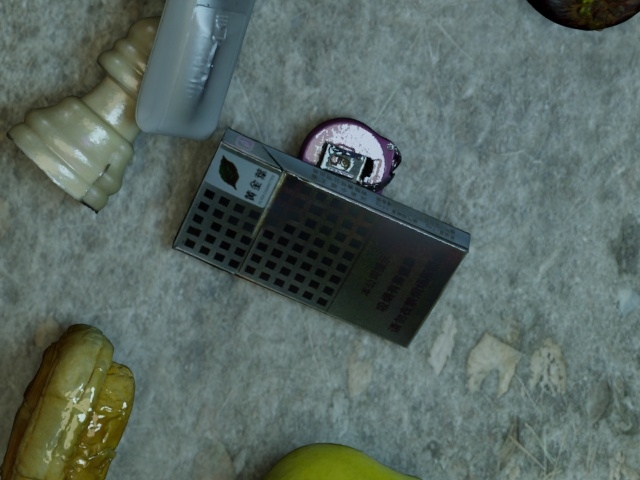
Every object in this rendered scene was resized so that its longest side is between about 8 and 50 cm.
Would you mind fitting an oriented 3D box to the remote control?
[{"bbox_3d":[-0.121,-0.262,1.833,0.109,0.055,0.313,6,112,-36],"label":"remote control"}]

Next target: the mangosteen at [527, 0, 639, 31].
[{"bbox_3d":[0.322,-0.364,1.908,0.192,0.192,0.217,1,59,-4],"label":"mangosteen"}]

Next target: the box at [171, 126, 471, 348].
[{"bbox_3d":[-0.001,0.001,1.945,0.325,0.047,0.180,23,128,-8],"label":"box"}]

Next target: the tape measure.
[{"bbox_3d":[0.034,-0.090,1.962,0.125,0.074,0.118,15,96,-8],"label":"tape measure"}]

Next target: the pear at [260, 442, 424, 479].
[{"bbox_3d":[0.017,0.461,1.901,0.362,0.362,0.418,16,69,-6],"label":"pear"}]

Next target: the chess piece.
[{"bbox_3d":[-0.218,-0.189,1.914,0.139,0.124,0.307,43,90,4],"label":"chess piece"}]

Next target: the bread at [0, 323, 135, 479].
[{"bbox_3d":[-0.304,0.221,1.916,0.120,0.198,0.236,21,95,-12],"label":"bread"}]
